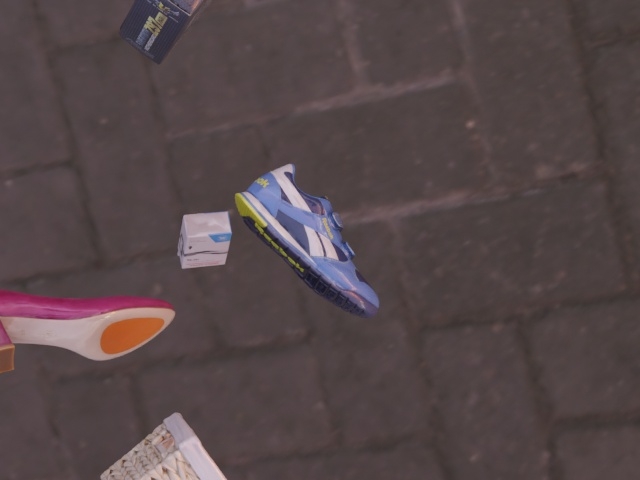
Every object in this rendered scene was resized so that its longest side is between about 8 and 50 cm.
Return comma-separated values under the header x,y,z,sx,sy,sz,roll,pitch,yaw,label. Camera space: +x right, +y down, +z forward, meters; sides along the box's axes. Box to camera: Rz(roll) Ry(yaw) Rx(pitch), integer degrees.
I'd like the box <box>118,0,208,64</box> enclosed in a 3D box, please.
x,y,z,sx,sy,sz,roll,pitch,yaw,label
-0.096,-0.293,1.788,0.059,0.233,0.183,38,165,-6,box

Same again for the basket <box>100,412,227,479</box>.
x,y,z,sx,sy,sz,roll,pitch,yaw,label
-0.127,0.270,1.801,0.103,0.113,0.167,-36,104,-7,basket

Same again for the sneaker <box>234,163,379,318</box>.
x,y,z,sx,sy,sz,roll,pitch,yaw,label
0.000,0.000,1.445,0.144,0.059,0.053,46,162,-1,sneaker

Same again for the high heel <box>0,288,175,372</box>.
x,y,z,sx,sy,sz,roll,pitch,yaw,label
-0.282,0.073,1.969,0.117,0.244,0.082,57,150,36,high heel

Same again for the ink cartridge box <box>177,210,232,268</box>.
x,y,z,sx,sy,sz,roll,pitch,yaw,label
-0.122,0.004,1.933,0.083,0.048,0.028,106,155,-59,ink cartridge box
